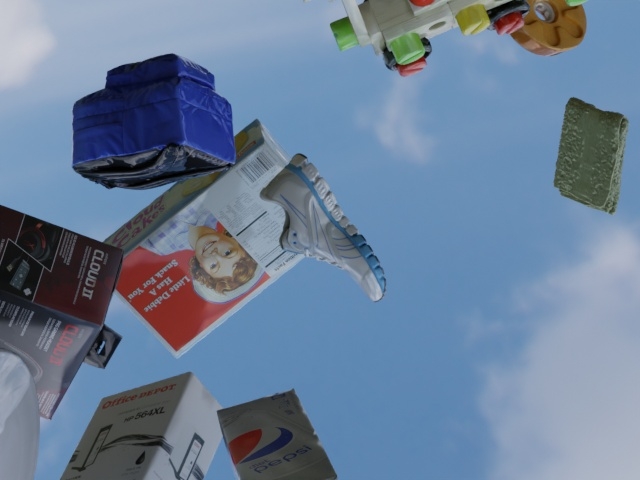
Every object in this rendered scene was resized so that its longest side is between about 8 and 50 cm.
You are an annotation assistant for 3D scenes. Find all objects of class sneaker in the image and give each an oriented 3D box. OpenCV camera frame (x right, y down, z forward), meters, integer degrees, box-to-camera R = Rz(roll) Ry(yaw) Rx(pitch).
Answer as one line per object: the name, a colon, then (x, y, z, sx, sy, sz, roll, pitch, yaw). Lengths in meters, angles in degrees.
sneaker: (0.000, 0.000, 2.131, 0.083, 0.190, 0.071, -38, -174, -9)

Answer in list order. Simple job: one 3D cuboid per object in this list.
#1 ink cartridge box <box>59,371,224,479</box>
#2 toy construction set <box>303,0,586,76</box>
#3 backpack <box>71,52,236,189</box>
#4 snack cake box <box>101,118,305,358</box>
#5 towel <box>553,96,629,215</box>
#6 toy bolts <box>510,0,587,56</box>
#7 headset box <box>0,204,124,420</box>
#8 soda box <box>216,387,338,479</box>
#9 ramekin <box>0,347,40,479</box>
ink cartridge box: (-0.208, 0.258, 2.120, 0.148, 0.086, 0.203, -18, -148, 33)
toy construction set: (0.114, -0.254, 1.732, 0.328, 0.151, 0.215, -8, 168, 5)
backpack: (-0.141, -0.093, 1.541, 0.120, 0.098, 0.101, -14, -112, 27)
snack cake box: (-0.126, -0.002, 2.290, 0.264, 0.152, 0.089, -38, -156, 8)
towel: (0.368, -0.114, 2.560, 0.027, 0.148, 0.110, -19, -148, -39)
toy bolts: (0.252, -0.335, 1.973, 0.228, 0.218, 0.158, -42, 180, -40)
headset box: (-0.357, 0.065, 2.018, 0.218, 0.293, 0.110, 125, -19, -50)
soda box: (-0.037, 0.243, 1.901, 0.091, 0.098, 0.286, -16, -165, -5)
ramekin: (-0.395, 0.228, 1.864, 0.127, 0.273, 0.273, 11, -138, 17)
